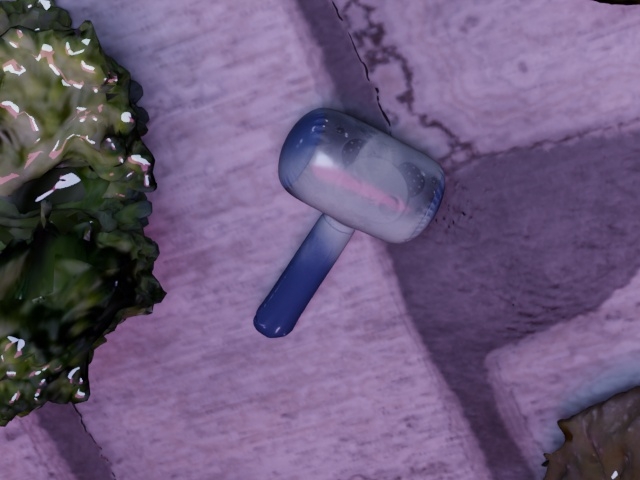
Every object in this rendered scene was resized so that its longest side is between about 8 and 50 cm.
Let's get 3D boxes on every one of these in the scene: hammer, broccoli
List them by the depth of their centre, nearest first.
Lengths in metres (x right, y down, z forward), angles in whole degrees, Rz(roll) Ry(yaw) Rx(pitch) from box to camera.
[{"bbox_3d":[-0.265,-0.003,0.792,0.338,0.277,0.317,9,127,-7],"label":"broccoli"},{"bbox_3d":[0.000,0.000,0.886,0.116,0.069,0.194,26,123,-10],"label":"hammer"}]

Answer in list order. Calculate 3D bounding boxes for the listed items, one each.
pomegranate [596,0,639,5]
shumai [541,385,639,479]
[{"bbox_3d":[0.194,-0.260,0.656,0.276,0.222,0.204,-42,103,-10],"label":"pomegranate"},{"bbox_3d":[0.270,0.299,0.904,0.217,0.283,0.346,5,122,0],"label":"shumai"}]
